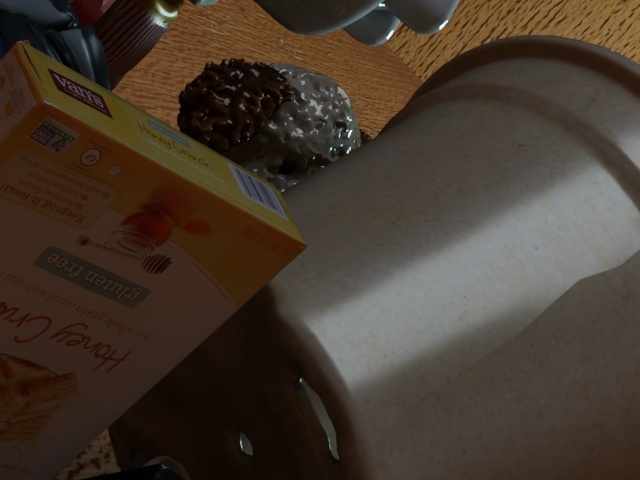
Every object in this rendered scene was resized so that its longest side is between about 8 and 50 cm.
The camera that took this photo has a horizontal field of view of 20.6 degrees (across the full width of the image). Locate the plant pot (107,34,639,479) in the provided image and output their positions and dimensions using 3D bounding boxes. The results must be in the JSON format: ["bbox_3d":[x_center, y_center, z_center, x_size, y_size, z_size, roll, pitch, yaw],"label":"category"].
[{"bbox_3d":[0.054,0.075,1.045,0.305,0.334,0.334,-23,63,-40],"label":"plant pot"}]

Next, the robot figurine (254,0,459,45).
[{"bbox_3d":[-0.031,-0.294,1.325,0.353,0.200,0.300,38,-25,-26],"label":"robot figurine"}]

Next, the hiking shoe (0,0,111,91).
[{"bbox_3d":[-0.281,-0.152,1.232,0.132,0.113,0.304,-32,48,-33],"label":"hiking shoe"}]

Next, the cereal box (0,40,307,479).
[{"bbox_3d":[-0.146,0.037,0.790,0.173,0.240,0.047,28,25,-47],"label":"cereal box"}]

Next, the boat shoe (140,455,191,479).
[{"bbox_3d":[-0.078,0.191,0.874,0.083,0.076,0.226,32,18,-38],"label":"boat shoe"}]

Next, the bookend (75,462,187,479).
[{"bbox_3d":[-0.112,0.187,0.760,0.072,0.156,0.157,38,59,-22],"label":"bookend"}]

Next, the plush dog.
[{"bbox_3d":[-0.062,-0.027,1.245,0.262,0.225,0.211,23,25,-55],"label":"plush dog"}]

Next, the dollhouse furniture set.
[{"bbox_3d":[-0.164,-0.191,1.497,0.152,0.201,0.374,44,13,3],"label":"dollhouse furniture set"}]
